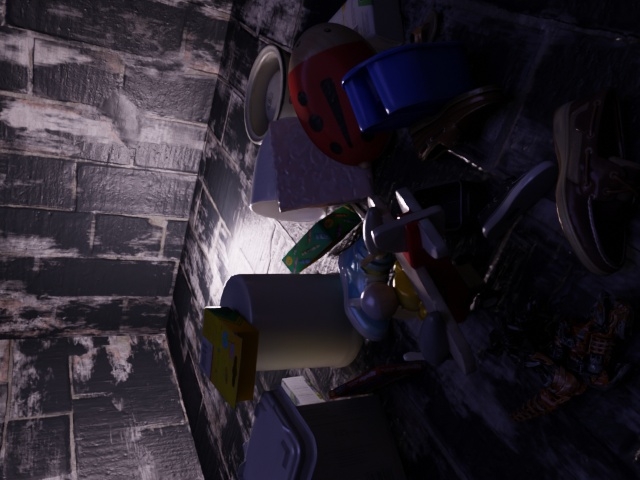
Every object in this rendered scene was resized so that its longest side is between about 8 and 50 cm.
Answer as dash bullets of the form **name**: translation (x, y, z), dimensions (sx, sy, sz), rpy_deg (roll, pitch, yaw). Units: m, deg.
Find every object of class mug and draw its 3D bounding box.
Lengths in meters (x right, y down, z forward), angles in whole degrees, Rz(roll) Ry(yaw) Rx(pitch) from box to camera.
- **mug**: translation (-0.057, -0.260, 1.829), dimensions (0.374, 0.276, 0.327), rpy_deg (-2, 76, 31)

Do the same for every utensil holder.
- **utensil holder**: translation (-0.104, 0.259, 1.690), dimensions (0.328, 0.386, 0.327), rpy_deg (-14, 74, 59)

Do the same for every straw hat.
- **straw hat**: translation (0.228, 0.152, 1.433), dimensions (0.144, 0.145, 0.061), rpy_deg (-47, 10, 49)

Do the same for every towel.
- **towel**: translation (0.003, -0.261, 1.676), dimensions (0.053, 0.317, 0.331), rpy_deg (73, -171, -72)

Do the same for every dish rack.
- **dish rack**: translation (-0.127, 0.576, 1.333), dimensions (0.285, 0.073, 0.332), rpy_deg (39, 117, 56)

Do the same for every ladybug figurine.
- **ladybug figurine**: translation (0.057, -0.421, 1.531), dimensions (0.305, 0.162, 0.449), rpy_deg (-23, 99, 20)

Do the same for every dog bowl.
- **dog bowl**: translation (-0.176, -0.594, 2.154), dimensions (0.408, 0.151, 0.407), rpy_deg (-9, 80, 60)

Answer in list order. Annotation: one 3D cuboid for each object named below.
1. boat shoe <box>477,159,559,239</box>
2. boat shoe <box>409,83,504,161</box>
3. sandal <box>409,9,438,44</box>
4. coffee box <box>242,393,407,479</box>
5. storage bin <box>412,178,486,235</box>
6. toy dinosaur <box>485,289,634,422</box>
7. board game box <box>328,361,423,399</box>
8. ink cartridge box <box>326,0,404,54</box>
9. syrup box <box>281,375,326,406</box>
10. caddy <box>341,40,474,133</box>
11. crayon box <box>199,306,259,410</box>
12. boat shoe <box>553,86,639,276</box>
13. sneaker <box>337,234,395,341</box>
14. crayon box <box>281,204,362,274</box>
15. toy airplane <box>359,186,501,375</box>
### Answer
- **boat shoe**: translation (0.419, -0.100, 1.125), dimensions (0.228, 0.080, 0.076), rpy_deg (115, 143, -46)
- **boat shoe**: translation (0.338, -0.278, 1.265), dimensions (0.307, 0.111, 0.104), rpy_deg (156, 105, -66)
- **sandal**: translation (0.272, -0.563, 1.456), dimensions (0.180, 0.049, 0.072), rpy_deg (-50, 45, 47)
- **coffee box**: translation (0.008, 0.682, 1.489), dimensions (0.334, 0.338, 0.338), rpy_deg (-53, 44, 43)
- **storage bin**: translation (0.317, -0.077, 1.288), dimensions (0.180, 0.085, 0.121), rpy_deg (-8, 80, 59)
- **toy dinosaur**: translation (0.442, 0.224, 0.980), dimensions (0.218, 0.164, 0.321), rpy_deg (42, 102, 35)
- **board game box**: translation (0.150, 0.400, 1.467), dimensions (0.281, 0.145, 0.027), rpy_deg (-45, 51, 50)
- **ink cartridge box**: translation (0.129, -0.657, 1.651), dimensions (0.278, 0.117, 0.201), rpy_deg (-25, 66, 57)
- **syrup box**: translation (-0.058, 0.591, 1.863), dimensions (0.237, 0.096, 0.093), rpy_deg (29, 114, 58)
- **caddy**: translation (0.217, -0.393, 1.270), dimensions (0.241, 0.342, 0.179), rpy_deg (-20, 87, 58)
- **crayon box**: translation (-0.258, 0.326, 1.481), dimensions (0.319, 0.081, 0.202), rpy_deg (18, 103, 60)
- **boat shoe**: translation (0.508, -0.110, 0.921), dimensions (0.123, 0.123, 0.341), rpy_deg (-25, 59, 59)
- **sneaker**: translation (0.155, 0.117, 1.512), dimensions (0.208, 0.127, 0.318), rpy_deg (-54, 43, 45)
- **crayon box**: translation (0.000, 0.000, 1.741), dimensions (0.081, 0.165, 0.278), rpy_deg (52, 140, 5)
- **toy airplane**: translation (0.197, 0.078, 1.121), dimensions (0.273, 0.386, 0.384), rpy_deg (-34, 92, 12)
